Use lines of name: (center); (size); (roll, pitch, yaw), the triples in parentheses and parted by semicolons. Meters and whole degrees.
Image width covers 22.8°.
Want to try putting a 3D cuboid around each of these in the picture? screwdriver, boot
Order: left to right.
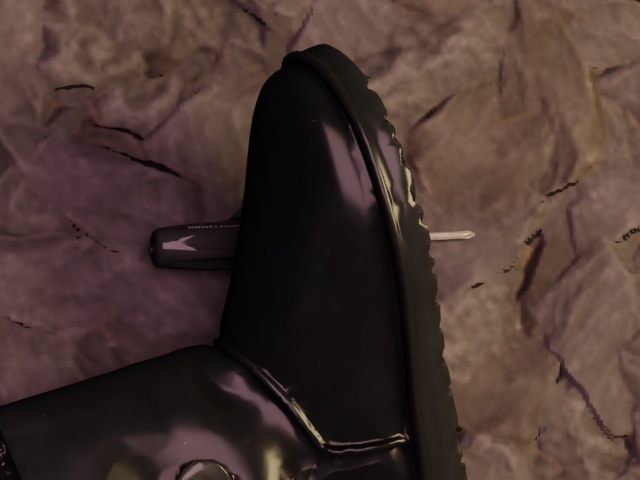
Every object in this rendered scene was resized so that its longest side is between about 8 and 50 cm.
boot: (-0.053, 0.054, 0.699); (0.207, 0.094, 0.246); (-16, 101, -20)
screwdriver: (0.000, 0.000, 0.776); (0.170, 0.025, 0.024); (-3, 81, -16)
